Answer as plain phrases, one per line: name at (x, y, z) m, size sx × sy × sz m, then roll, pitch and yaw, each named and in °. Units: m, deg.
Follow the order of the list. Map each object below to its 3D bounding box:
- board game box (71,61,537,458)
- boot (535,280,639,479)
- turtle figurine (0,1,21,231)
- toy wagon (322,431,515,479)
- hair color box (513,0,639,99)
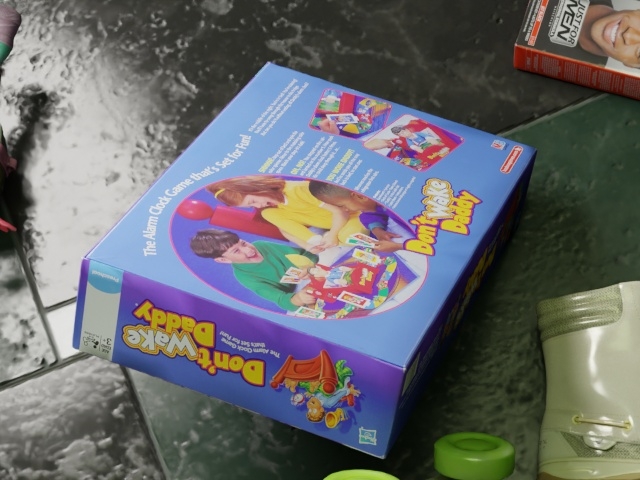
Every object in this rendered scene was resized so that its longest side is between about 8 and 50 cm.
board game box at (0.000, 0.000, 1.465) m, size 0.233 × 0.078 × 0.347 m, roll 19°, pitch 32°, yaw 12°
boot at (0.268, 0.112, 1.505) m, size 0.213 × 0.077 × 0.165 m, roll -2°, pitch 66°, yaw 7°
turtle figurine at (-0.305, -0.074, 1.611) m, size 0.175 × 0.118 × 0.234 m, roll -12°, pitch 58°, yaw 45°
toy wagon at (0.032, 0.280, 1.327) m, size 0.068 × 0.344 × 0.267 m, roll 12°, pitch 105°, yaw 41°
hair color box at (0.235, -0.162, 1.634) m, size 0.141 × 0.043 × 0.072 m, roll 15°, pitch 69°, yaw 10°
